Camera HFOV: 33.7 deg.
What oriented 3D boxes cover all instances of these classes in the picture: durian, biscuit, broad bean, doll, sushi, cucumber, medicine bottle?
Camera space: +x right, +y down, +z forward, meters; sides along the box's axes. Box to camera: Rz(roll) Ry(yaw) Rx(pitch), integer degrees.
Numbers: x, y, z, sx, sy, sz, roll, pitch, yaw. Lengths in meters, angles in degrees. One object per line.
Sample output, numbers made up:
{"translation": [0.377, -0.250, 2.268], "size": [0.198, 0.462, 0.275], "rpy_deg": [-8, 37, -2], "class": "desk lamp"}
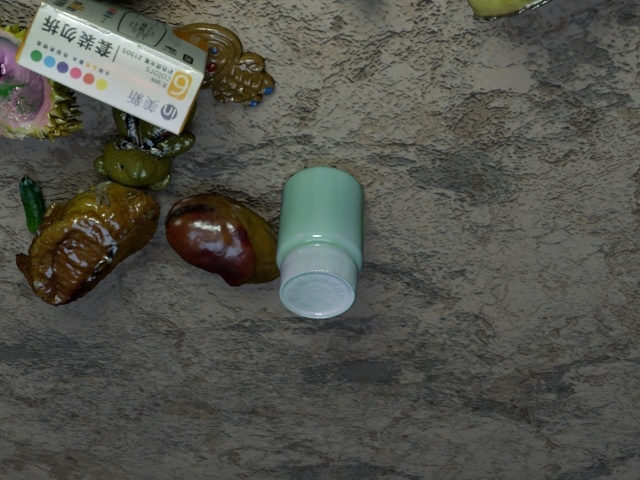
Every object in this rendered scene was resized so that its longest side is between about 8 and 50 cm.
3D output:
{"translation": [-0.448, -0.229, 1.505], "size": [0.260, 0.154, 0.186], "rpy_deg": [20, 126, 15], "class": "durian"}
{"translation": [-0.148, -0.255, 1.553], "size": [0.175, 0.026, 0.124], "rpy_deg": [28, 134, -27], "class": "biscuit"}
{"translation": [-0.159, 0.009, 1.795], "size": [0.156, 0.122, 0.228], "rpy_deg": [-31, 127, 30], "class": "broad bean"}
{"translation": [-0.266, -0.155, 1.629], "size": [0.137, 0.097, 0.209], "rpy_deg": [22, 131, -13], "class": "doll"}
{"translation": [-0.385, -0.004, 1.761], "size": [0.167, 0.179, 0.296], "rpy_deg": [33, 124, -15], "class": "sushi"}
{"translation": [-0.487, -0.066, 1.787], "size": [0.037, 0.037, 0.155], "rpy_deg": [5, 143, -3], "class": "cucumber"}
{"translation": [0.000, 0.000, 1.696], "size": [0.139, 0.225, 0.139], "rpy_deg": [2, 138, 1], "class": "medicine bottle"}

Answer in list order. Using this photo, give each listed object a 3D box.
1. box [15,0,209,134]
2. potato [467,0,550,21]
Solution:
{"translation": [-0.260, -0.243, 1.373], "size": [0.221, 0.274, 0.091], "rpy_deg": [22, 105, -14], "class": "box"}
{"translation": [0.208, -0.414, 1.217], "size": [0.229, 0.229, 0.266], "rpy_deg": [-20, 127, 25], "class": "potato"}
